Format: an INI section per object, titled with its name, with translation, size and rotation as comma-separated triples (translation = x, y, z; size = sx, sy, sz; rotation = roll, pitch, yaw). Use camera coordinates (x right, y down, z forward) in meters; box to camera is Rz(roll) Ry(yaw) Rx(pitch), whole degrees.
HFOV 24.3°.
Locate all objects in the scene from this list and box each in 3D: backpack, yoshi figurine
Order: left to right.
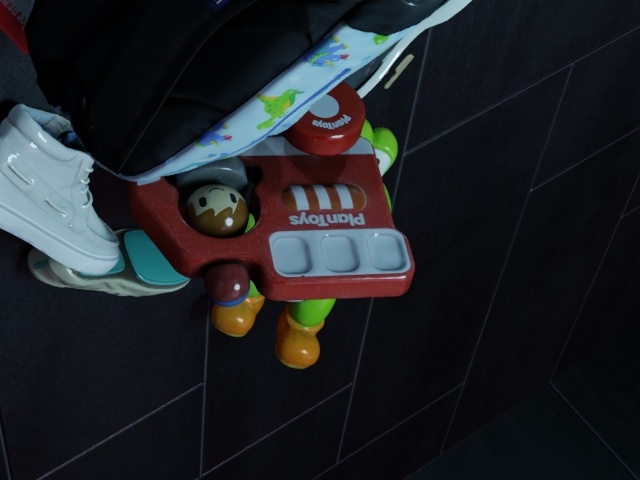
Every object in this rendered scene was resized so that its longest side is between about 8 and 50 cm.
[backpack]
translation = -0.086, -0.198, 1.203
size = 0.355, 0.290, 0.273
rotation = -41, 170, 27
[yoshi figurine]
translation = -0.012, 0.010, 1.950
size = 0.204, 0.203, 0.362
rotation = -5, 135, -42

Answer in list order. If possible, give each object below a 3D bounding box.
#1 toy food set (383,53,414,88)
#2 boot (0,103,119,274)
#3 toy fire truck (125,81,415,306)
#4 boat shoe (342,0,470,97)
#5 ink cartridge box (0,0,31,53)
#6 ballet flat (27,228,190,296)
[toy food set]
translation = 0.062, -0.230, 1.856
size = 0.078, 0.019, 0.122
rotation = -50, 146, 18
[boot]
translation = -0.266, -0.053, 1.573
size = 0.123, 0.095, 0.258
rotation = -45, 149, 8
[toy fire truck]
translation = -0.061, -0.041, 1.667
size = 0.302, 0.253, 0.169
rotation = -2, 142, -17
[boat shoe]
translation = 0.067, -0.260, 1.732
size = 0.091, 0.114, 0.302
rotation = 38, 111, -24
[ink cartridge box]
translation = -0.250, -0.255, 1.293
size = 0.231, 0.078, 0.134
rotation = -40, 155, 0
[ballet flat]
translation = -0.254, 0.030, 1.782
size = 0.086, 0.086, 0.248
rotation = -49, 153, 18
